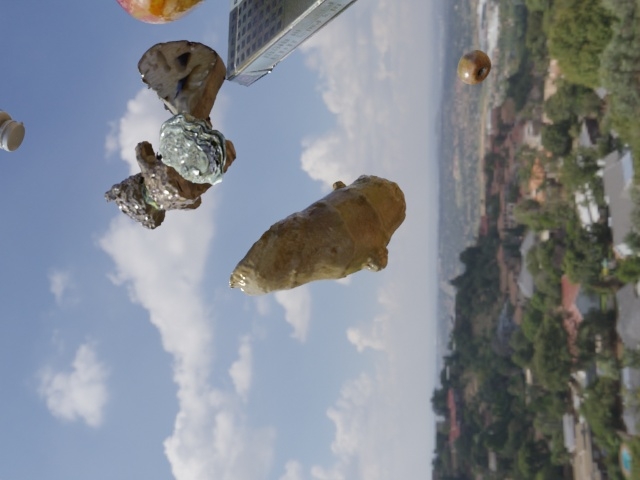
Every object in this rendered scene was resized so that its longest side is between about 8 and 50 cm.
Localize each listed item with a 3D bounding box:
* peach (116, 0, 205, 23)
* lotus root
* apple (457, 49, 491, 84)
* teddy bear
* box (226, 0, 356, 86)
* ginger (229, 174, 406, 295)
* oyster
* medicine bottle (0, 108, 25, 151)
[{"bbox_3d":[-0.338,-0.636,1.395,0.373,0.289,0.373,56,160,34],"label":"peach"},{"bbox_3d":[-0.280,-0.337,1.371,0.170,0.260,0.074,-43,-37,-10],"label":"lotus root"},{"bbox_3d":[0.372,-0.422,1.593,0.071,0.084,0.084,56,166,38],"label":"apple"},{"bbox_3d":[-0.389,-0.178,1.723,0.246,0.222,0.296,49,-122,-41],"label":"teddy bear"},{"bbox_3d":[-0.049,-0.356,0.918,0.325,0.047,0.181,-13,73,59],"label":"box"},{"bbox_3d":[0.000,0.000,1.145,0.126,0.353,0.190,98,147,-67],"label":"ginger"},{"bbox_3d":[-0.212,-0.151,1.083,0.064,0.177,0.125,-22,-55,-42],"label":"oyster"},{"bbox_3d":[-0.886,-0.307,1.722,0.107,0.191,0.107,23,-90,-89],"label":"medicine bottle"}]
